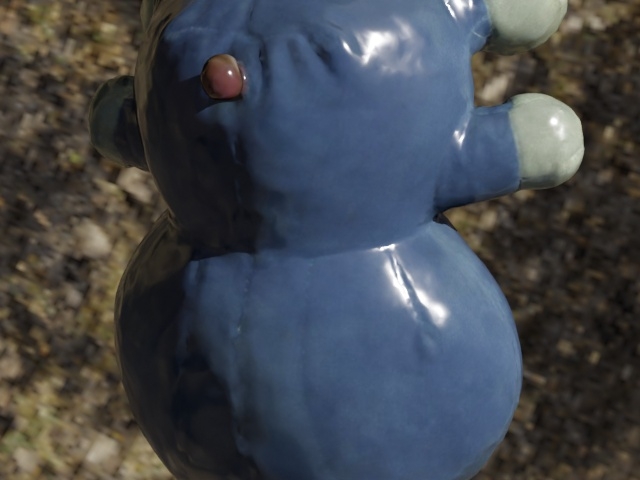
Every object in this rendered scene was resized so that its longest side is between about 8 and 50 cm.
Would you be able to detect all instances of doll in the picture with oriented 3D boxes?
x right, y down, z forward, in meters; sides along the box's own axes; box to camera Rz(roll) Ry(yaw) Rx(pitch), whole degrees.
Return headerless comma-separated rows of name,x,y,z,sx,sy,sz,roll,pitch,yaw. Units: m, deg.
doll,0.000,0.000,0.804,0.154,0.228,0.258,-46,135,-59
